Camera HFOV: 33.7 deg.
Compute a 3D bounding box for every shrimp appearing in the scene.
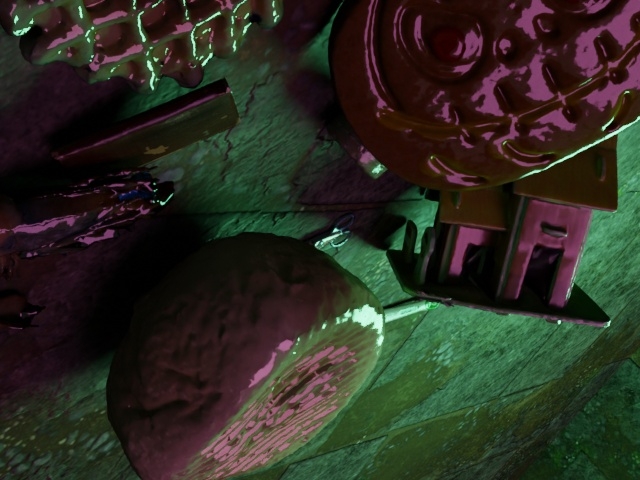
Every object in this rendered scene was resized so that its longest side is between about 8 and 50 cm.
[{"bbox_3d":[-0.278,0.018,1.045,0.290,0.054,0.222,-21,151,-17],"label":"shrimp"}]

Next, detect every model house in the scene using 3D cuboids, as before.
[{"bbox_3d":[0.276,-0.086,1.552,0.300,0.340,0.324,10,107,-8],"label":"model house"}]

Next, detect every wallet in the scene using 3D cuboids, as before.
[{"bbox_3d":[-0.165,-0.103,1.018,0.176,0.026,0.095,-25,163,-3],"label":"wallet"}]

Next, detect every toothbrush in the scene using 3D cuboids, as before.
[{"bbox_3d":[0.185,0.106,1.819,0.304,0.030,0.030,-13,142,-39],"label":"toothbrush"}]

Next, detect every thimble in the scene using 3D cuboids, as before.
[{"bbox_3d":[0.056,-0.121,1.252,0.062,0.084,0.110,-41,166,5],"label":"thimble"}]

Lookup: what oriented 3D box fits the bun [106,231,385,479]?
[{"bbox_3d":[-0.104,0.129,1.262,0.349,0.227,0.352,-33,155,-15],"label":"bun"}]

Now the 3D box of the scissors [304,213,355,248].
[{"bbox_3d":[0.000,0.000,1.436,0.119,0.014,0.058,-25,145,-34],"label":"scissors"}]

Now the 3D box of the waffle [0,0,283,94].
[{"bbox_3d":[-0.117,-0.249,0.868,0.309,0.056,0.292,-2,134,-54],"label":"waffle"}]

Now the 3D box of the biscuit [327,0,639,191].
[{"bbox_3d":[0.196,-0.218,1.101,0.394,0.070,0.350,-31,120,16],"label":"biscuit"}]
